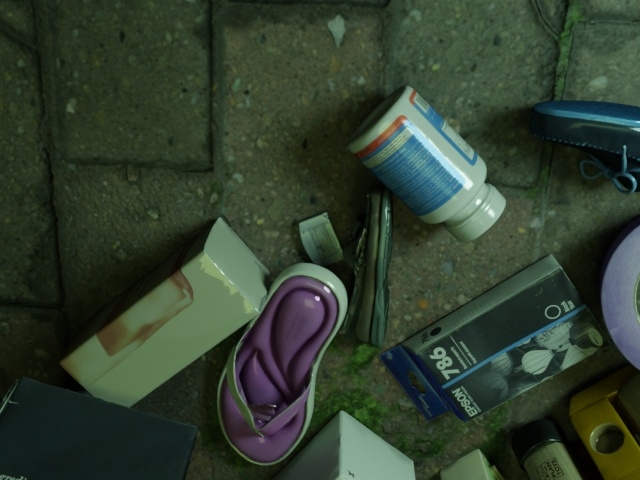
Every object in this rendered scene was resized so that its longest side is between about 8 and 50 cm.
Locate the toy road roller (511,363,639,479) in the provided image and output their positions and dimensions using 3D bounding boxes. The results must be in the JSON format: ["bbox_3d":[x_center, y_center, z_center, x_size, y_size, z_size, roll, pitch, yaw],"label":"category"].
[{"bbox_3d":[0.498,0.380,1.086,0.330,0.202,0.240,-37,119,14],"label":"toy road roller"}]

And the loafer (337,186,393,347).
[{"bbox_3d":[0.065,0.045,1.030,0.084,0.096,0.267,5,114,11],"label":"loafer"}]

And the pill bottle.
[{"bbox_3d":[0.156,-0.102,0.953,0.221,0.124,0.124,43,106,-12],"label":"pill bottle"}]

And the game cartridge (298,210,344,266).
[{"bbox_3d":[0.000,0.000,1.054,0.056,0.017,0.083,-21,108,6],"label":"game cartridge"}]

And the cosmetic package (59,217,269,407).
[{"bbox_3d":[-0.235,0.116,1.034,0.296,0.153,0.129,-36,106,13],"label":"cosmetic package"}]

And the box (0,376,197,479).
[{"bbox_3d":[-0.408,0.548,0.961,0.298,0.471,0.479,16,131,-5],"label":"box"}]

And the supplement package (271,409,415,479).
[{"bbox_3d":[0.008,0.477,1.142,0.175,0.177,0.293,38,108,-11],"label":"supplement package"}]

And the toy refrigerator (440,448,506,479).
[{"bbox_3d":[0.329,0.506,1.181,0.094,0.102,0.269,-36,104,14],"label":"toy refrigerator"}]

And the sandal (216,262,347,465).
[{"bbox_3d":[-0.082,0.219,1.071,0.169,0.102,0.416,20,118,6],"label":"sandal"}]

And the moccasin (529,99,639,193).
[{"bbox_3d":[0.457,-0.117,0.932,0.342,0.137,0.116,10,115,-1],"label":"moccasin"}]

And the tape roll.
[{"bbox_3d":[0.554,0.078,0.972,0.275,0.090,0.274,2,97,20],"label":"tape roll"}]

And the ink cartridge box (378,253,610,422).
[{"bbox_3d":[0.275,0.179,1.085,0.333,0.065,0.165,-34,106,14],"label":"ink cartridge box"}]
